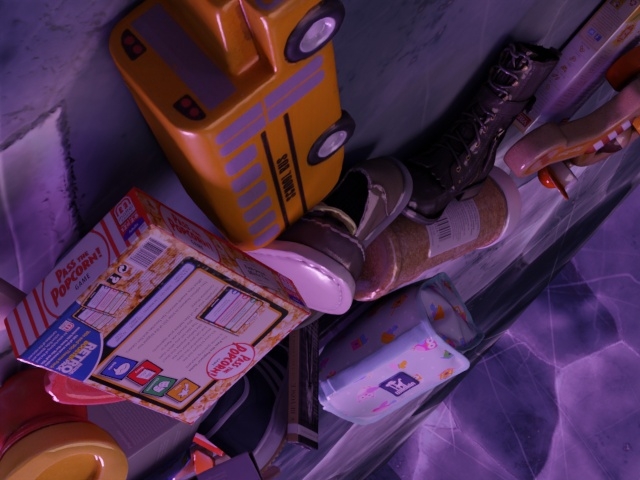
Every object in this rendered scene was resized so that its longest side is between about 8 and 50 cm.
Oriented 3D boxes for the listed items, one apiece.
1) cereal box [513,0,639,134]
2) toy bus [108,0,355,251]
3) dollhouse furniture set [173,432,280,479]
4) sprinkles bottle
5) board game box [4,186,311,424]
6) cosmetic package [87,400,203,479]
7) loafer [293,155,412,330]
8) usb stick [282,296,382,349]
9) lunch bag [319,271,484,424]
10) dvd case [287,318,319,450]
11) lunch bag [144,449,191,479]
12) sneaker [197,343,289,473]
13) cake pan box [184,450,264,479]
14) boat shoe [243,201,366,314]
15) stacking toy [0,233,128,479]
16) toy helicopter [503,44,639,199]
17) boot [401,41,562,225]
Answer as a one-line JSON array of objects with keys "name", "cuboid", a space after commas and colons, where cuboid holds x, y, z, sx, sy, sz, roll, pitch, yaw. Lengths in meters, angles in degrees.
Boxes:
[{"name": "cereal box", "cuboid": [0.379, -0.251, 1.556, 0.240, 0.047, 0.173, -48, 163, 22]}, {"name": "toy bus", "cuboid": [-0.059, -0.108, 0.794, 0.130, 0.108, 0.333, -39, 164, -8]}, {"name": "dollhouse furniture set", "cuboid": [-0.127, 0.373, 1.649, 0.135, 0.262, 0.259, -24, 122, -43]}, {"name": "sprinkles bottle", "cuboid": [0.142, -0.019, 1.461, 0.355, 0.121, 0.121, -20, 152, -52]}, {"name": "board game box", "cuboid": [-0.121, 0.059, 0.848, 0.147, 0.045, 0.193, -43, 138, 11]}, {"name": "cosmetic package", "cuboid": [-0.253, 0.236, 1.224, 0.238, 0.107, 0.127, -28, 159, -34]}, {"name": "loafer", "cuboid": [0.000, 0.000, 1.261, 0.251, 0.094, 0.087, -54, 152, 16]}, {"name": "usb stick", "cuboid": [0.054, 0.095, 1.677, 0.278, 0.045, 0.077, -39, 167, -15]}, {"name": "lunch bag", "cuboid": [0.117, 0.171, 1.703, 0.223, 0.160, 0.262, -32, 178, 18]}, {"name": "dvd case", "cuboid": [-0.022, 0.161, 1.439, 0.018, 0.221, 0.164, -2, 166, 8]}, {"name": "lunch bag", "cuboid": [-0.271, 0.308, 1.379, 0.219, 0.090, 0.176, -37, 162, -17]}, {"name": "sneaker", "cuboid": [-0.116, 0.184, 1.452, 0.099, 0.153, 0.282, -50, -168, 17]}, {"name": "cake pan box", "cuboid": [-0.193, 0.356, 1.316, 0.245, 0.070, 0.267, -23, 161, -21]}, {"name": "boat shoe", "cuboid": [-0.020, 0.009, 1.067, 0.097, 0.116, 0.324, -55, -173, -13]}, {"name": "stacking toy", "cuboid": [-0.258, 0.093, 0.931, 0.279, 0.130, 0.309, 18, 119, -42]}, {"name": "toy helicopter", "cuboid": [0.356, -0.139, 1.511, 0.355, 0.140, 0.235, -18, 161, -46]}, {"name": "boot", "cuboid": [0.185, -0.146, 1.339, 0.263, 0.091, 0.229, -26, 152, -54]}]
